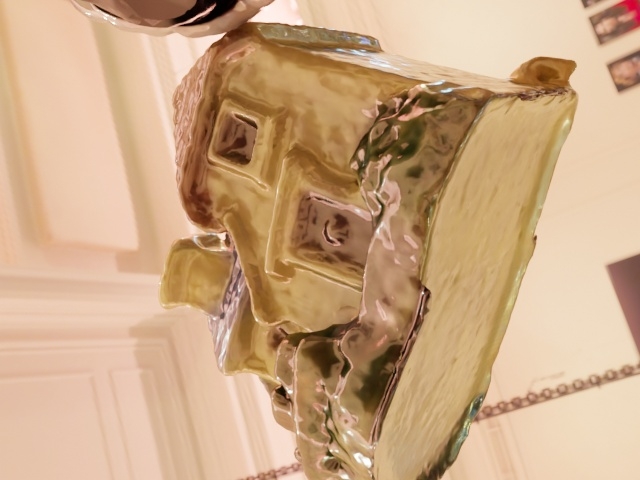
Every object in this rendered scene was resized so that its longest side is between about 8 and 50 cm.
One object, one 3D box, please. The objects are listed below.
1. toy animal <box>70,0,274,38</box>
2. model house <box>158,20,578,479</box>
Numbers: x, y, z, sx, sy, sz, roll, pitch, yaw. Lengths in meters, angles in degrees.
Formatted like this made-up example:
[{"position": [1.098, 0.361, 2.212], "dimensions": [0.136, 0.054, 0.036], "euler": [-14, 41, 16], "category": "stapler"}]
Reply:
[{"position": [-0.094, -0.239, 0.525], "dimensions": [0.208, 0.156, 0.204], "euler": [118, 153, -71], "category": "toy animal"}, {"position": [0.000, 0.000, 0.608], "dimensions": [0.261, 0.266, 0.321], "euler": [-15, -56, -58], "category": "model house"}]
